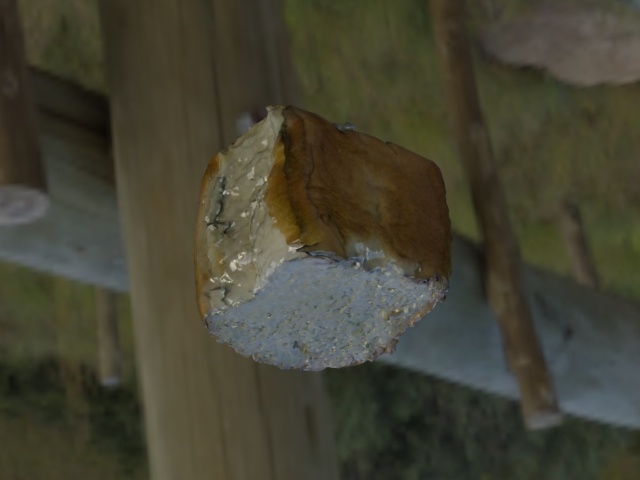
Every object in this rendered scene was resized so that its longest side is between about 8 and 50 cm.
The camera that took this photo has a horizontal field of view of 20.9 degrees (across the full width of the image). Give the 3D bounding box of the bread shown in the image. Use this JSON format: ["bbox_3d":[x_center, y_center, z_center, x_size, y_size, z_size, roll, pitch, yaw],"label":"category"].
[{"bbox_3d":[-0.001,0.000,0.639,0.083,0.070,0.077,19,140,-31],"label":"bread"}]
